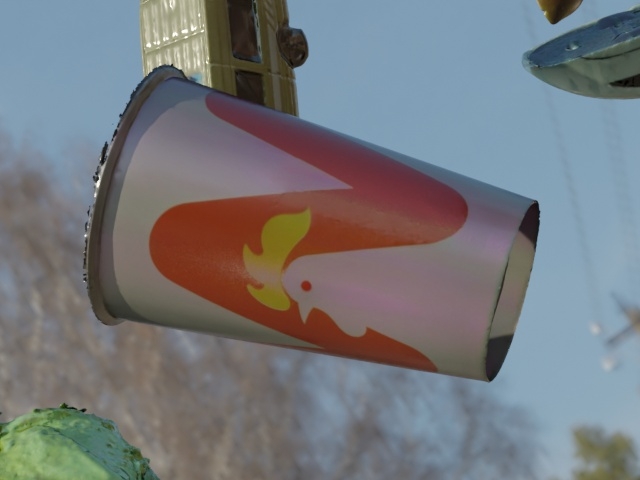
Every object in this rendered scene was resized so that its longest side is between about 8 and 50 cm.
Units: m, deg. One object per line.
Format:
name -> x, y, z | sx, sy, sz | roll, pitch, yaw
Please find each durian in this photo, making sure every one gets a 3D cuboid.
durian -> -0.254, 0.262, 1.678 | 0.256, 0.339, 0.204 | -40, -52, -6

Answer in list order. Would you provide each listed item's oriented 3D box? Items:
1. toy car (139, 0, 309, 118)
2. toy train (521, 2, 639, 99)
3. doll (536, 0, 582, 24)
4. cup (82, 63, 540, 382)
toy car -> -0.076, -0.084, 1.579 | 0.101, 0.257, 0.124 | -16, -16, 37
toy train -> 0.372, -0.185, 1.651 | 0.407, 0.086, 0.088 | -19, -68, 3
doll -> 0.167, -0.198, 1.301 | 0.076, 0.078, 0.113 | -26, 10, 21
cup -> 0.000, 0.000, 1.400 | 0.203, 0.288, 0.203 | 14, -90, -77
